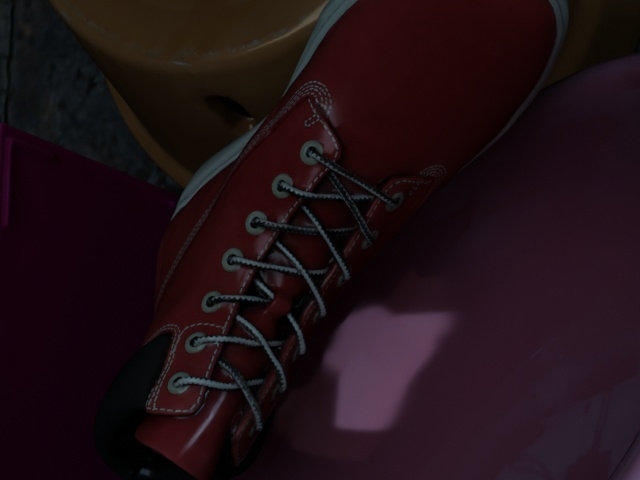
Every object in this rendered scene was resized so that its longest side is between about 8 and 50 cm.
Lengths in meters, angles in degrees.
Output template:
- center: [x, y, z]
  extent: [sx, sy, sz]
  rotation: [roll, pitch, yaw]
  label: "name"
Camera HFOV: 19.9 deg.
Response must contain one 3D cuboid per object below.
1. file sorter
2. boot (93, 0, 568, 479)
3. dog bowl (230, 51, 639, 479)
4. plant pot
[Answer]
- center: [-0.180, 0.114, 0.892]
  extent: [0.182, 0.202, 0.290]
  rotation: [-4, 78, 23]
  label: "file sorter"
- center: [0.000, 0.000, 0.698]
  extent: [0.088, 0.176, 0.244]
  rotation: [33, 133, -13]
  label: "boot"
- center: [0.079, 0.102, 0.676]
  extent: [0.150, 0.408, 0.408]
  rotation: [39, 98, -18]
  label: "dog bowl"
- center: [-0.007, -0.152, 0.869]
  extent: [0.291, 0.203, 0.291]
  rotation: [-5, 77, 22]
  label: "plant pot"
